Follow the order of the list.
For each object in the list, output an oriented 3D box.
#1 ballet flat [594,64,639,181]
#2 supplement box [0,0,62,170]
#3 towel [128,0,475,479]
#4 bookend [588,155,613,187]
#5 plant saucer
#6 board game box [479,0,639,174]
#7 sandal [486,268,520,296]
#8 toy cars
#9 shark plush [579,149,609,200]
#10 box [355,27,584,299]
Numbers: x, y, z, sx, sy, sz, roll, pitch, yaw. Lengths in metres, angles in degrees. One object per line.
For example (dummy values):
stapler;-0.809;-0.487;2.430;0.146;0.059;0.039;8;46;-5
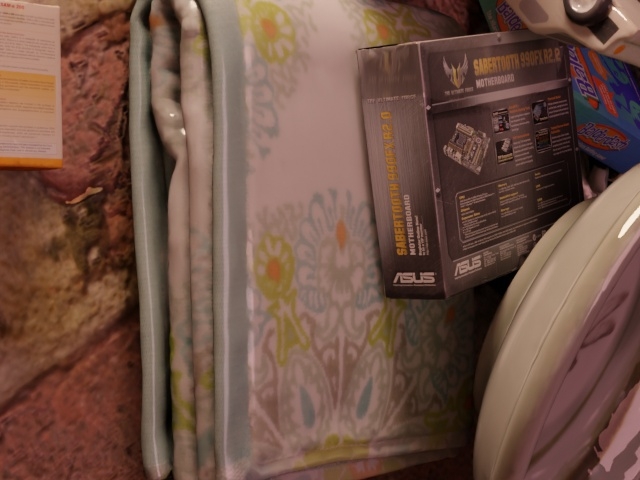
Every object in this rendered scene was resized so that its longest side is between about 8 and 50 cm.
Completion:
ballet flat;0.312;-0.134;1.303;0.049;0.057;0.173;36;53;-40
supplement box;-0.187;-0.091;0.746;0.062;0.036;0.099;-1;91;-49
towel;0.000;0.000;0.932;0.320;0.090;0.375;0;89;-53
bookend;0.380;-0.118;1.323;0.072;0.156;0.157;48;54;-38
plant saucer;0.222;0.078;1.021;0.400;0.100;0.401;-39;145;-34
board game box;0.236;-0.158;1.187;0.210;0.047;0.160;19;47;-48
sandal;0.193;0.016;1.155;0.254;0.054;0.097;19;81;-41
toy cars;0.099;-0.251;0.954;0.393;0.087;0.176;38;28;-8
shark plush;0.262;-0.029;1.266;0.067;0.073;0.161;-69;140;-69
box;0.123;-0.067;0.973;0.231;0.056;0.183;-18;103;-51
